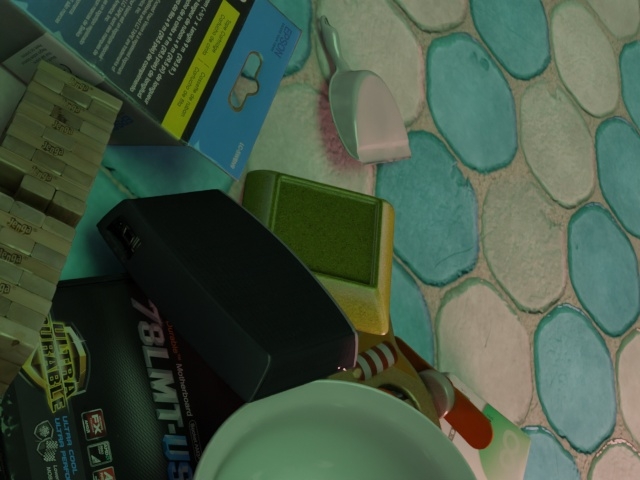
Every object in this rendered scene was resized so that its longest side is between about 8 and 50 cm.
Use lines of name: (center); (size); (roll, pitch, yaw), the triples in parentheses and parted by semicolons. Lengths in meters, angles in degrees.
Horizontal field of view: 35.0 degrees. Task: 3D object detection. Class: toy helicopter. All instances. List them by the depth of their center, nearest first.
toy helicopter: (0.077, 0.135, 1.212); (0.235, 0.140, 0.355); (14, 55, -34)

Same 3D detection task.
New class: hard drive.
hard drive: (-0.086, 0.040, 1.001); (0.172, 0.054, 0.254); (-10, 47, -49)

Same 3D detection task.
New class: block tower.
block tower: (-0.264, -0.015, 0.885); (0.091, 0.097, 0.335); (28, 41, -19)

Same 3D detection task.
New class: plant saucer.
plant saucer: (0.000, 0.000, 1.158); (0.188, 0.045, 0.188); (14, 52, -10)

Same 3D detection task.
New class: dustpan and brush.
dustpan and brush: (0.045, -0.202, 1.349); (0.147, 0.060, 0.211); (-14, 93, -56)

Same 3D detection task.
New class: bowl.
bowl: (0.006, 0.291, 0.952); (0.297, 0.134, 0.298); (12, 52, -16)

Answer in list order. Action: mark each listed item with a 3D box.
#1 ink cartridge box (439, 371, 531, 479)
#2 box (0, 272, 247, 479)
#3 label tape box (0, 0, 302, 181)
ink cartridge box: (0.180, 0.310, 1.303); (0.181, 0.056, 0.225); (40, 50, -27)
box: (-0.185, 0.180, 0.984); (0.293, 0.073, 0.296); (-6, 81, -44)
label tape box: (-0.200, -0.234, 1.080); (0.333, 0.106, 0.241); (40, 53, -29)
